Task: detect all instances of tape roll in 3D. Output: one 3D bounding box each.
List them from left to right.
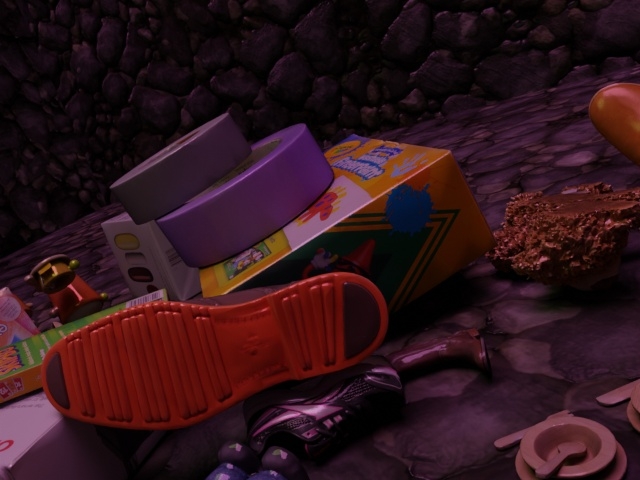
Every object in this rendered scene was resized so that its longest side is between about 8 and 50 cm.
[{"bbox_3d":[-0.219,-0.115,0.976,0.219,0.072,0.219,-29,18,11],"label":"tape roll"},{"bbox_3d":[-0.118,-0.074,0.962,0.275,0.090,0.274,-28,18,10],"label":"tape roll"}]

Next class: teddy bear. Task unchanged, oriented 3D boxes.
[{"bbox_3d":[0.350,-0.010,0.860,0.245,0.113,0.338,-13,8,-1],"label":"teddy bear"}]

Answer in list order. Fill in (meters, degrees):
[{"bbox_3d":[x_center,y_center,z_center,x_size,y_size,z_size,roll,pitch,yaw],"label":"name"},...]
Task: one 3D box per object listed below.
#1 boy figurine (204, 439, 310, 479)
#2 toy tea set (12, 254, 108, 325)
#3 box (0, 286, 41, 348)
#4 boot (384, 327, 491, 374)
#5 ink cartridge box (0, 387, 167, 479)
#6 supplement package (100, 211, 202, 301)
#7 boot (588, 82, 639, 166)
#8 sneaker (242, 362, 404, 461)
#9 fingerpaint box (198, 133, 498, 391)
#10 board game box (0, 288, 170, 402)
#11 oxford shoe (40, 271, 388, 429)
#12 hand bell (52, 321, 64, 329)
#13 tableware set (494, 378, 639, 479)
[{"bbox_3d":[-0.111,0.269,0.452,0.177,0.092,0.285,-7,21,34],"label":"boy figurine"},{"bbox_3d":[-0.591,0.183,1.254,0.336,0.124,0.200,-40,-15,-9],"label":"toy tea set"},{"bbox_3d":[-0.549,0.191,0.986,0.300,0.154,0.142,-17,19,50],"label":"box"},{"bbox_3d":[0.131,0.137,0.705,0.114,0.037,0.106,-14,3,6],"label":"boot"},{"bbox_3d":[-0.324,0.226,0.760,0.223,0.128,0.307,-10,18,23],"label":"ink cartridge box"},{"bbox_3d":[-0.338,0.016,1.353,0.203,0.194,0.149,-4,21,44],"label":"supplement package"},{"bbox_3d":[0.459,-0.102,0.763,0.295,0.104,0.211,37,30,17],"label":"boot"},{"bbox_3d":[0.005,0.192,0.647,0.178,0.072,0.077,-20,34,9],"label":"sneaker"},{"bbox_3d":[0.000,0.000,0.988,0.371,0.163,0.445,-33,18,-6],"label":"fingerpaint box"},{"bbox_3d":[-0.309,0.132,0.758,0.260,0.039,0.124,-18,15,-12],"label":"board game box"},{"bbox_3d":[-0.111,0.119,0.681,0.364,0.129,0.133,-9,-2,-4],"label":"oxford shoe"},{"bbox_3d":[-0.310,0.165,1.041,0.242,0.126,0.126,-14,12,-27],"label":"hand bell"},{"bbox_3d":[0.252,0.152,0.514,0.194,0.039,0.128,-21,16,-6],"label":"tableware set"}]
